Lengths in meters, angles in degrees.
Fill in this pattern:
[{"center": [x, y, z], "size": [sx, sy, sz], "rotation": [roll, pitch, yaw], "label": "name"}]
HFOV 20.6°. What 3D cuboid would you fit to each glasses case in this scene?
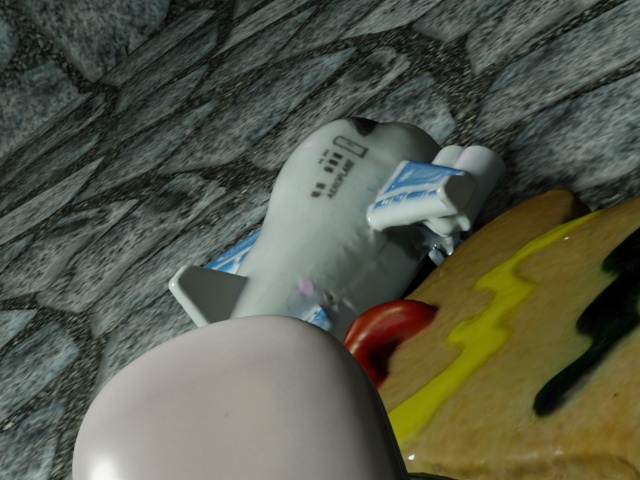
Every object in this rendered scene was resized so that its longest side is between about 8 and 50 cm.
[{"center": [-0.004, 0.161, 0.572], "size": [0.113, 0.075, 0.297], "rotation": [-20, 60, 6], "label": "glasses case"}]

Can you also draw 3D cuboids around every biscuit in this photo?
[{"center": [0.124, 0.056, 0.871], "size": [0.394, 0.076, 0.368], "rotation": [-17, 24, 47], "label": "biscuit"}]

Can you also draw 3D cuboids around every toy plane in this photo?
[{"center": [0.003, 0.004, 1.173], "size": [0.267, 0.122, 0.267], "rotation": [-31, 15, 9], "label": "toy plane"}]

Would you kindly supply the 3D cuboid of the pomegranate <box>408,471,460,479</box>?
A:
[{"center": [0.054, 0.166, 0.677], "size": [0.138, 0.163, 0.125], "rotation": [-35, -31, -59], "label": "pomegranate"}]
